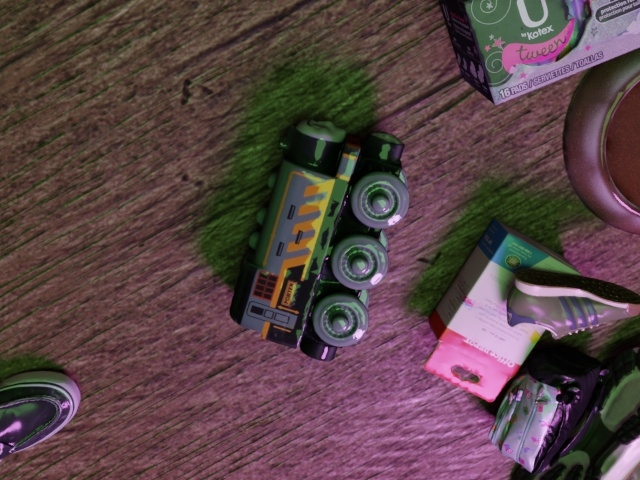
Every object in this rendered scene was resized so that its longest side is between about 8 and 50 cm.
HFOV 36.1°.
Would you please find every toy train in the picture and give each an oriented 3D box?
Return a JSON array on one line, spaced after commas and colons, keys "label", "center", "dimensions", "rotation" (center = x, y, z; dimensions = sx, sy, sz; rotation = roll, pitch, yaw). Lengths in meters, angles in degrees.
[{"label": "toy train", "center": [0.000, 0.000, 1.333], "dimensions": [0.190, 0.142, 0.333], "rotation": [17, 107, -2]}]

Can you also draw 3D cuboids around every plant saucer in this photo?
[{"label": "plant saucer", "center": [0.499, -0.146, 1.378], "dimensions": [0.311, 0.050, 0.310], "rotation": [-2, 110, -6]}]

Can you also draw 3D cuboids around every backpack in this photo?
[{"label": "backpack", "center": [0.330, 0.249, 1.451], "dimensions": [0.152, 0.115, 0.182], "rotation": [-3, 120, -49]}]

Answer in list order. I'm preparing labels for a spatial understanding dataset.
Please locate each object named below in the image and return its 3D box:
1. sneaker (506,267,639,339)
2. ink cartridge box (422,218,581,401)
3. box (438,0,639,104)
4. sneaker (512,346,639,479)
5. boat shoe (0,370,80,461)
[{"label": "sneaker", "center": [0.344, 0.097, 1.359], "dimensions": [0.192, 0.064, 0.086], "rotation": [10, 115, -13]}, {"label": "ink cartridge box", "center": [0.251, 0.103, 1.420], "dimensions": [0.134, 0.078, 0.231], "rotation": [28, 103, -15]}, {"label": "box", "center": [0.293, -0.294, 1.239], "dimensions": [0.247, 0.163, 0.142], "rotation": [-22, 112, 2]}, {"label": "sneaker", "center": [0.453, 0.358, 1.510], "dimensions": [0.182, 0.158, 0.410], "rotation": [25, 110, -32]}, {"label": "boat shoe", "center": [-0.486, 0.279, 1.388], "dimensions": [0.301, 0.102, 0.108], "rotation": [-19, 110, 1]}]
